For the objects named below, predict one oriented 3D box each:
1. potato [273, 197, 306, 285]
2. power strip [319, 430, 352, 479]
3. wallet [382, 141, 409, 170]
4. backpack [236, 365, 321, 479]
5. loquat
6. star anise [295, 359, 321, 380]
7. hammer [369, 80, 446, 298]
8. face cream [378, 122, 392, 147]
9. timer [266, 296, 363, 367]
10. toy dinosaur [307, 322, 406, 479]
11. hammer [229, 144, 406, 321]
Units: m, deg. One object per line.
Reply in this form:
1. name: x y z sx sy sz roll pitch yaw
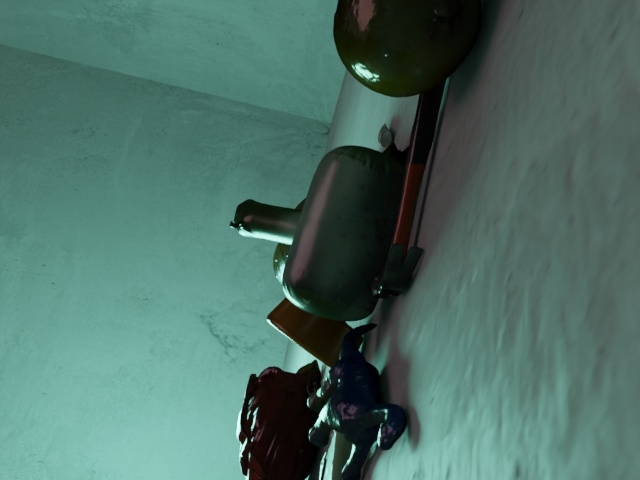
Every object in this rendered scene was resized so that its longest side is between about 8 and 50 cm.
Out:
1. potato: 0.000 0.000 1.283 0.192 0.141 0.296 -61 -3 -18
2. power strip: 0.015 0.292 0.786 0.192 0.035 0.081 -81 5 -52
3. wallet: 0.086 -0.071 1.021 0.198 0.031 0.110 164 120 -86
4. backpack: -0.075 0.331 1.225 0.229 0.138 0.229 -166 90 -89
5. loquat: 0.082 -0.217 0.716 0.195 0.152 0.152 -132 55 -73
6. star anise: -0.037 0.306 1.411 0.168 0.057 0.168 -168 90 -87
7. hammer: 0.102 -0.081 0.781 0.111 0.033 0.288 119 164 -81
8. face cream: 0.104 -0.169 1.187 0.115 0.020 0.038 -79 2 -77
9. timer: 0.023 0.082 0.983 0.152 0.132 0.132 -54 1 -6
10. toy dinosaur: 0.051 0.138 0.751 0.248 0.075 0.188 -73 9 -47
11. hammer: -0.031 -0.021 0.950 0.335 0.118 0.207 11 82 54
